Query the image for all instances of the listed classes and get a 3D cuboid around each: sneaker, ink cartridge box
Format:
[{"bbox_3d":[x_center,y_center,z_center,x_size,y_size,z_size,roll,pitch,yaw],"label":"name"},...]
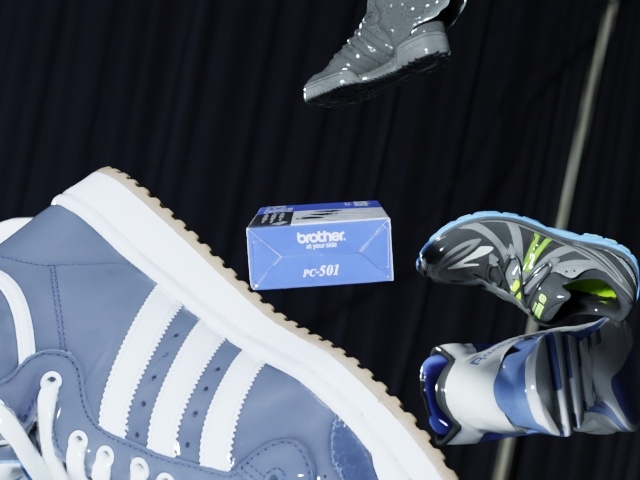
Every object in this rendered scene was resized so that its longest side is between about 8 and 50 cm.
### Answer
[{"bbox_3d":[0.210,0.147,1.527,0.182,0.127,0.315,-7,-7,32],"label":"sneaker"},{"bbox_3d":[0.174,0.027,1.200,0.188,0.078,0.067,10,-47,-3],"label":"sneaker"},{"bbox_3d":[0.056,-0.178,1.240,0.170,0.089,0.051,-18,-18,29],"label":"sneaker"},{"bbox_3d":[-0.069,0.088,0.563,0.282,0.153,0.099,38,-28,39],"label":"sneaker"},{"bbox_3d":[0.000,0.000,1.067,0.097,0.046,0.207,-4,5,0],"label":"ink cartridge box"}]

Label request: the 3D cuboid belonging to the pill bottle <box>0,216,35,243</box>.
[{"bbox_3d":[-0.166,0.051,1.047,0.131,0.130,0.246,11,1,12],"label":"pill bottle"}]
